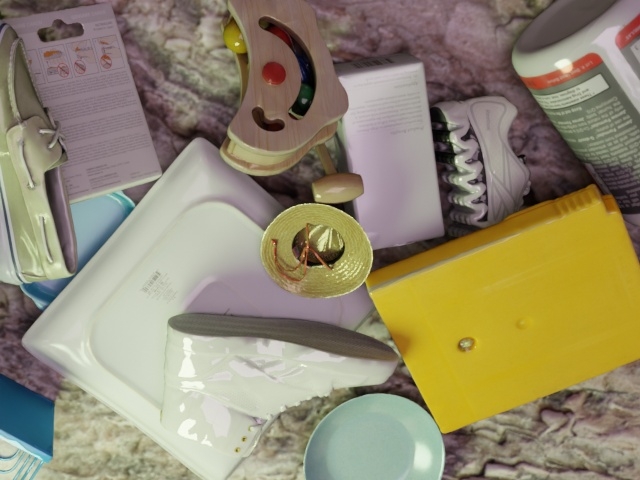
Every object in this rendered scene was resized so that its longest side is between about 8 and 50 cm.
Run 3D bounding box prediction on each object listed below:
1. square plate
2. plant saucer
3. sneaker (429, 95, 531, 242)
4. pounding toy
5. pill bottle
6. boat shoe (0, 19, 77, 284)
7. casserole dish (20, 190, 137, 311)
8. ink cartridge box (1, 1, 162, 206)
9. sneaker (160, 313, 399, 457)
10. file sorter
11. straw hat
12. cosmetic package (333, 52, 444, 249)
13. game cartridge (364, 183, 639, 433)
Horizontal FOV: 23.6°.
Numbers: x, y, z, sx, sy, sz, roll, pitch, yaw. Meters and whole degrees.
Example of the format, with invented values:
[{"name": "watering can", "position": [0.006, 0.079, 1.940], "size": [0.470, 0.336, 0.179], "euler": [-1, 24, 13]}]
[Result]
[{"name": "square plate", "position": [-0.138, 0.103, 1.947], "size": [0.344, 0.049, 0.347], "euler": [40, 91, -24]}, {"name": "plant saucer", "position": [0.070, 0.292, 2.058], "size": [0.195, 0.037, 0.195], "euler": [-2, 104, -10]}, {"name": "sneaker", "position": [0.222, -0.047, 1.976], "size": [0.118, 0.110, 0.292], "euler": [-18, 109, -18]}, {"name": "pounding toy", "position": [-0.061, -0.154, 1.871], "size": [0.154, 0.155, 0.269], "euler": [-16, 75, -18]}, {"name": "pill bottle", "position": [0.420, -0.148, 1.930], "size": [0.210, 0.210, 0.363], "euler": [-38, 107, 0]}, {"name": "boat shoe", "position": [-0.327, -0.098, 1.706], "size": [0.094, 0.109, 0.302], "euler": [-1, 109, 10]}, {"name": "casserole dish", "position": [-0.304, 0.004, 1.918], "size": [0.114, 0.037, 0.188], "euler": [22, 99, -15]}, {"name": "ink cartridge box", "position": [-0.297, -0.160, 1.828], "size": [0.181, 0.056, 0.224], "euler": [-20, 92, -46]}, {"name": "sneaker", "position": [-0.057, 0.190, 1.922], "size": [0.293, 0.108, 0.169], "euler": [7, 106, -9]}, {"name": "file sorter", "position": [-0.406, 0.244, 1.889], "size": [0.118, 0.170, 0.104], "euler": [32, 99, -16]}, {"name": "straw hat", "position": [0.000, 0.000, 1.904], "size": [0.144, 0.061, 0.144], "euler": [6, 121, 11]}, {"name": "cosmetic package", "position": [0.081, -0.112, 1.940], "size": [0.117, 0.085, 0.231], "euler": [-9, 107, -9]}, {"name": "game cartridge", "position": [0.254, 0.090, 1.948], "size": [0.324, 0.052, 0.285], "euler": [-22, 128, 7]}]
